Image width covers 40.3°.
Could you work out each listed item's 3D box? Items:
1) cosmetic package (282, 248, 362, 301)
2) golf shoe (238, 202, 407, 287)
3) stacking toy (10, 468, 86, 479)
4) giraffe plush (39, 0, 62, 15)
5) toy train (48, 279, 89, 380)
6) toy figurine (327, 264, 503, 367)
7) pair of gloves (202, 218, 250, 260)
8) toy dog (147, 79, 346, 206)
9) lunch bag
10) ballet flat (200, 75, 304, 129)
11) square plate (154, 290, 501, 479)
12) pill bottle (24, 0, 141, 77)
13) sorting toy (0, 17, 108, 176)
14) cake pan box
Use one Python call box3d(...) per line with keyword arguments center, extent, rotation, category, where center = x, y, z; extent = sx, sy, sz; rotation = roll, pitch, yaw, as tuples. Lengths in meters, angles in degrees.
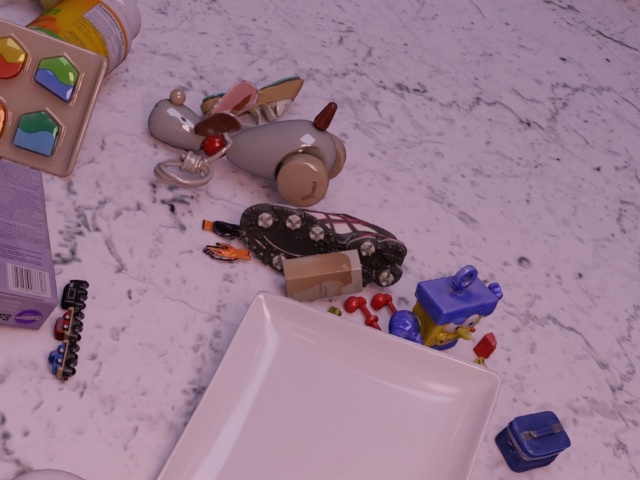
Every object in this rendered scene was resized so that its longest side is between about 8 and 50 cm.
box3d(center=(0.003, 0.054, 1.302), extent=(0.115, 0.060, 0.041), rotation=(-9, 48, -2), category="cosmetic package")
box3d(center=(0.000, 0.000, 1.376), extent=(0.273, 0.105, 0.120), rotation=(17, 21, -14), category="golf shoe")
box3d(center=(-0.131, 0.357, 0.828), extent=(0.480, 0.351, 0.350), rotation=(29, 39, 24), category="stacking toy")
box3d(center=(-0.476, -0.475, 1.540), extent=(0.170, 0.181, 0.210), rotation=(45, 28, -14), category="giraffe plush")
box3d(center=(-0.324, 0.112, 1.121), extent=(0.036, 0.027, 0.158), rotation=(9, 44, -15), category="toy train")
box3d(center=(0.134, 0.097, 1.242), extent=(0.362, 0.217, 0.191), rotation=(-7, 52, -34), category="toy figurine")
box3d(center=(-0.146, 0.001, 1.341), extent=(0.074, 0.010, 0.083), rotation=(9, 42, -19), category="pair of gloves")
box3d(center=(-0.102, -0.182, 1.402), extent=(0.333, 0.161, 0.220), rotation=(9, 30, -17), category="toy dog")
box3d(center=(0.306, 0.288, 1.260), extent=(0.098, 0.065, 0.067), rotation=(-5, 51, -33), category="lunch bag")
box3d(center=(-0.114, -0.239, 1.565), extent=(0.232, 0.080, 0.073), rotation=(-22, 89, -38), category="ballet flat")
box3d(center=(0.011, 0.253, 1.059), extent=(0.344, 0.049, 0.347), rotation=(19, 54, 11), category="square plate")
box3d(center=(-0.397, -0.325, 1.432), extent=(0.136, 0.136, 0.246), rotation=(29, 41, 0), category="pill bottle")
box3d(center=(-0.440, -0.214, 1.280), extent=(0.208, 0.193, 0.038), rotation=(18, 2, -8), category="sorting toy")
box3d(center=(-0.465, -0.018, 1.096), extent=(0.267, 0.070, 0.246), rotation=(15, 42, -39), category="cake pan box")
